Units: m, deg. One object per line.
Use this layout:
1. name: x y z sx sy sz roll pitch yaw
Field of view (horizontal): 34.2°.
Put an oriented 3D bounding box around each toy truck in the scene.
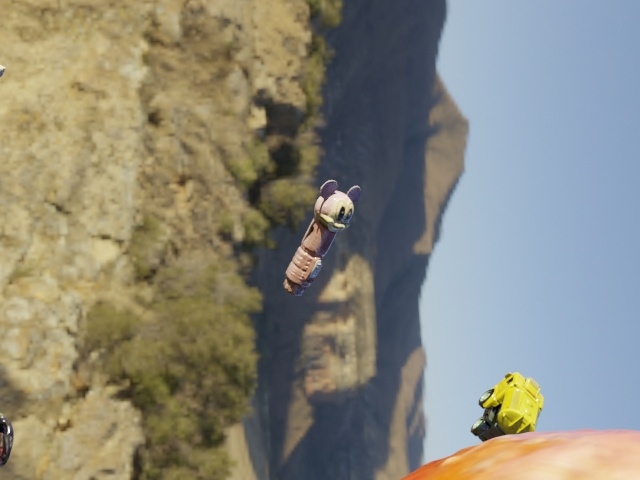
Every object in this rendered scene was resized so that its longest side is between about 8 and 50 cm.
1. toy truck: 0.181 0.164 0.987 0.049 0.054 0.083 44 27 -2

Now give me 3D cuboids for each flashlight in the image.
1. flashlight: 0.000 0.000 0.908 0.031 0.052 0.110 39 -71 39

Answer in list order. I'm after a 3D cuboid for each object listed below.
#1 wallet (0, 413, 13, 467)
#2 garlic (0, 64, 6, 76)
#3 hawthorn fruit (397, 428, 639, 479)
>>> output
1. wallet: -0.444 0.157 1.000 0.262 0.221 0.071 -2 -107 50
2. garlic: -0.344 -0.129 0.687 0.317 0.259 0.317 -17 -113 48
3. hawthorn fruit: 0.092 0.176 0.343 0.263 0.231 0.235 6 -60 66
